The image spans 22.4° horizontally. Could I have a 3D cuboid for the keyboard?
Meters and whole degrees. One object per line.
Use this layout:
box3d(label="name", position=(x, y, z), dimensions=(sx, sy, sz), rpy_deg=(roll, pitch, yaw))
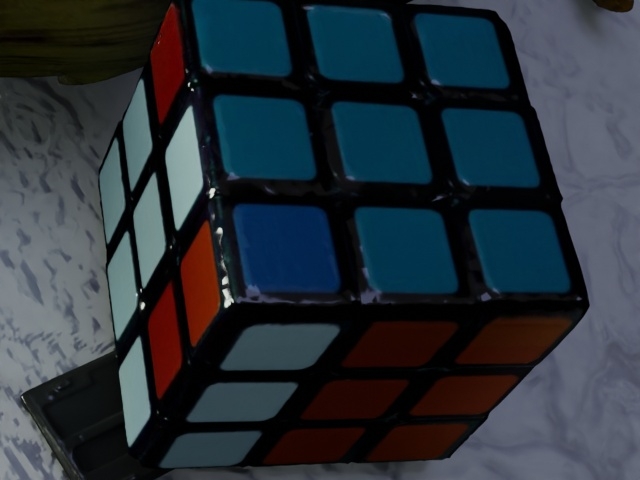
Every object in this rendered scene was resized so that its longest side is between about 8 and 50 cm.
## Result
box3d(label="keyboard", position=(-0.041, 0.060, 0.770), dimensions=(0.202, 0.011, 0.067), rpy_deg=(-24, 70, -34))

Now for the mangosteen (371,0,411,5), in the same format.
box3d(label="mangosteen", position=(0.005, -0.256, 0.820), dimensions=(0.233, 0.287, 0.287), rpy_deg=(-24, 72, -29))

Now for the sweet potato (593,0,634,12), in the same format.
box3d(label="sweet potato", position=(0.162, -0.225, 1.020), dimensions=(0.050, 0.050, 0.214), rpy_deg=(-1, 64, -25))

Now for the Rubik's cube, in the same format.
box3d(label="Rubik's cube", position=(0.000, 0.000, 0.719), dimensions=(0.161, 0.163, 0.162), rpy_deg=(1, 61, -22))

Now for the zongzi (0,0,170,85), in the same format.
box3d(label="zongzi", position=(-0.229, -0.103, 0.677), dimensions=(0.323, 0.160, 0.360), rpy_deg=(22, 52, 10))
